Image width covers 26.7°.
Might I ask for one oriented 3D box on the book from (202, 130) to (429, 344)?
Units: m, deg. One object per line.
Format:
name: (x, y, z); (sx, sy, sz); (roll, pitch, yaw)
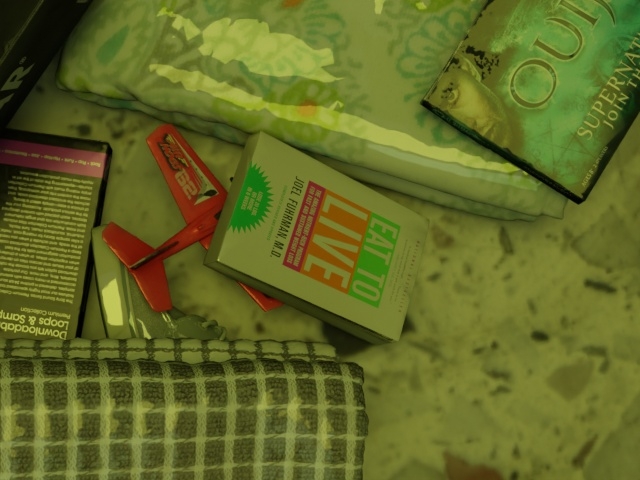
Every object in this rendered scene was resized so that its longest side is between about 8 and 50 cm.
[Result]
book: (0.000, 0.000, 0.917); (0.144, 0.035, 0.096); (25, 72, -25)

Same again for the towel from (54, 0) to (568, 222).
towel: (0.035, -0.207, 0.949); (0.375, 0.090, 0.320); (16, 81, 1)

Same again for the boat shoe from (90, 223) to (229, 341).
boat shoe: (-0.095, 0.092, 0.916); (0.081, 0.079, 0.227); (-17, 89, -10)

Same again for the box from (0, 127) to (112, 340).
box: (-0.216, 0.003, 0.945); (0.116, 0.029, 0.162); (9, 81, 1)

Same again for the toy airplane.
toy airplane: (-0.086, -0.002, 0.909); (0.151, 0.028, 0.151); (25, 48, -31)

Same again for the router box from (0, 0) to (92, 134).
router box: (-0.322, -0.130, 0.879); (0.243, 0.081, 0.309); (41, 107, 4)

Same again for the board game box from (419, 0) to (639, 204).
board game box: (0.167, -0.135, 0.889); (0.126, 0.026, 0.186); (32, 84, 2)

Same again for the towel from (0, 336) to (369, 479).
towel: (-0.096, 0.203, 0.813); (0.235, 0.121, 0.283); (1, 98, -17)
